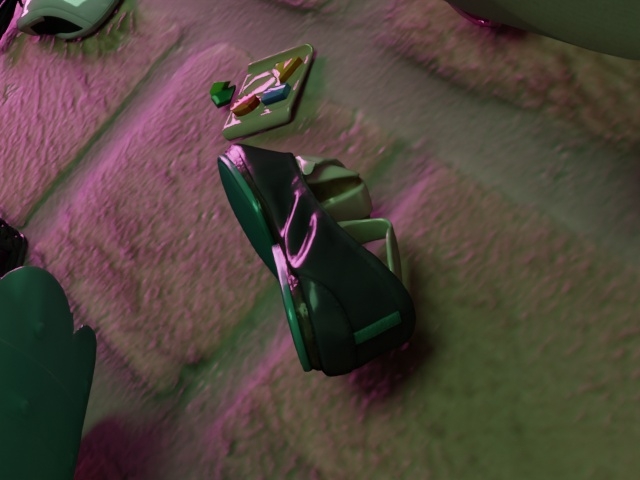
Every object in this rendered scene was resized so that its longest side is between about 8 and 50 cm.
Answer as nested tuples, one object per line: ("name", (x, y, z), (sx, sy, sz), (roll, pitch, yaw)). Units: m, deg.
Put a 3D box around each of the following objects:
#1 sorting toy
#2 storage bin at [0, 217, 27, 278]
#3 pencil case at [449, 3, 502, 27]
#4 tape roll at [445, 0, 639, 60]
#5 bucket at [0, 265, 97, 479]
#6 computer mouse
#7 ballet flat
("sorting toy", (-0.044, -0.092, 0.842), (0.083, 0.012, 0.062), (-14, 47, 38))
("storage bin", (-0.303, 0.044, 0.923), (0.180, 0.084, 0.122), (-24, 41, 31))
("pencil case", (0.130, -0.215, 0.703), (0.209, 0.098, 0.095), (-47, 35, 2))
("tape roll", (0.141, -0.261, 0.487), (0.392, 0.392, 0.072), (-51, 36, -5))
("bucket", (-0.246, 0.122, 0.632), (0.281, 0.281, 0.183), (-24, 50, 30))
("computer mouse", (-0.233, -0.211, 1.132), (0.193, 0.042, 0.106), (9, 62, 50))
("ballet flat", (0.000, 0.000, 0.668), (0.074, 0.074, 0.203), (-42, 29, 7))
